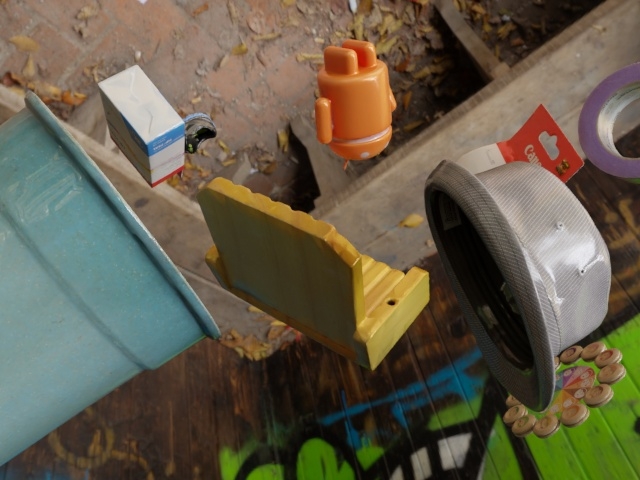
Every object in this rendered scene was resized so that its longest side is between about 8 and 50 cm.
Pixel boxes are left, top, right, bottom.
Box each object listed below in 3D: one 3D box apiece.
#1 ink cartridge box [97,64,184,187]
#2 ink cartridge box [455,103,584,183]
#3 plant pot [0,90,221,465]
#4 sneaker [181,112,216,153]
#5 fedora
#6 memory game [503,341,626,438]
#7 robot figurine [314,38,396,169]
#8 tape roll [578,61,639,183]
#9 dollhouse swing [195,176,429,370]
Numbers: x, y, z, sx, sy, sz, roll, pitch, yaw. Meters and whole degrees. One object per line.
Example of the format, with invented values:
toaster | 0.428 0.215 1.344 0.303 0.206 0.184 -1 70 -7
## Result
ink cartridge box | -0.317 -0.188 0.962 0.078 0.134 0.231 -38 175 -22
ink cartridge box | 0.463 -0.158 1.399 0.091 0.308 0.385 24 127 -20
plant pot | -0.345 0.076 0.570 0.334 0.341 0.341 -38 144 -18
sneaker | -0.319 -0.228 1.206 0.188 0.078 0.067 -33 155 -26
fedora | 0.219 0.027 0.573 0.124 0.276 0.244 -23 176 -1
memory game | 0.330 0.203 0.731 0.186 0.012 0.186 -39 180 0
robot figurine | 0.065 -0.240 0.952 0.128 0.158 0.219 0 125 14
tape roll | 0.535 -0.191 0.875 0.080 0.189 0.189 5 138 -44
dollhouse swing | 0.000 0.000 0.936 0.315 0.346 0.305 -39 143 -42
